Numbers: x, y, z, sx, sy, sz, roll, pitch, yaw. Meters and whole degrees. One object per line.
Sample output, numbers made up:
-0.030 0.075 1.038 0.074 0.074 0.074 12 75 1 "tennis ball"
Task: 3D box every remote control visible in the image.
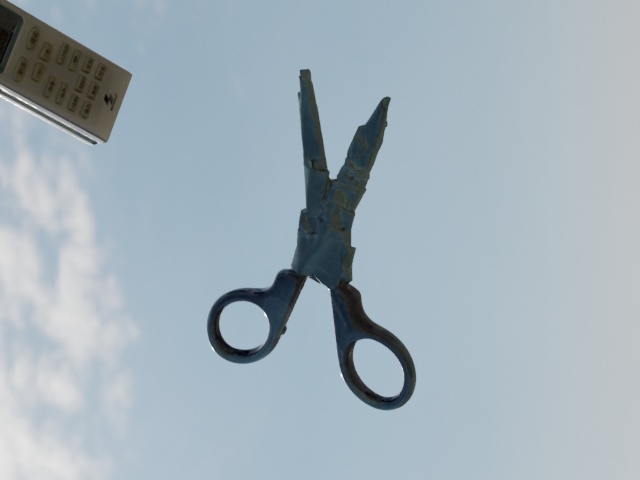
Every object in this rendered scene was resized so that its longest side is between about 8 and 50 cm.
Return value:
-0.368 -0.225 1.744 0.277 0.056 0.102 29 -109 -36 "remote control"

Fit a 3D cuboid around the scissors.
0.000 0.000 1.523 0.029 0.256 0.383 -49 -30 -56 "scissors"
